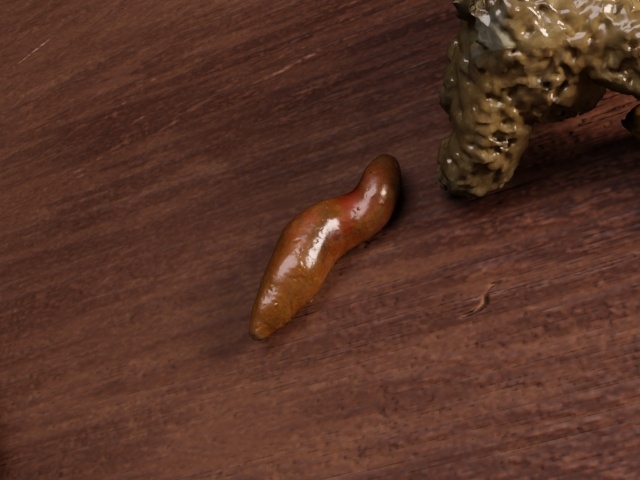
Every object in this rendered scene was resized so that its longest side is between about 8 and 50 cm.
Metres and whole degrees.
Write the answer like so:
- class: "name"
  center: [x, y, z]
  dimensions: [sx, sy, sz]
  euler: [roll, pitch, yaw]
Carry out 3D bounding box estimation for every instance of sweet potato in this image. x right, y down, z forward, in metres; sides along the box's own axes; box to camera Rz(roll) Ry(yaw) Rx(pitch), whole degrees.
- class: "sweet potato"
  center: [0.001, 0.000, 0.941]
  dimensions: [0.202, 0.058, 0.055]
  euler: [-48, 25, -13]

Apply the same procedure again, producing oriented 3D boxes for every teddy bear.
- class: "teddy bear"
  center: [0.187, -0.183, 0.924]
  dimensions: [0.267, 0.156, 0.256]
  euler: [-31, 18, 32]

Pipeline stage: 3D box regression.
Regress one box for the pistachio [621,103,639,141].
- class: "pistachio"
  center: [0.312, -0.091, 0.837]
  dimensions: [0.173, 0.049, 0.089]
  euler: [-3, 26, 41]
